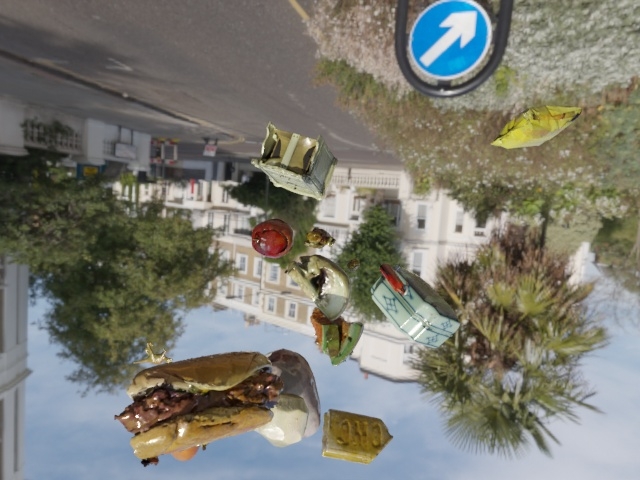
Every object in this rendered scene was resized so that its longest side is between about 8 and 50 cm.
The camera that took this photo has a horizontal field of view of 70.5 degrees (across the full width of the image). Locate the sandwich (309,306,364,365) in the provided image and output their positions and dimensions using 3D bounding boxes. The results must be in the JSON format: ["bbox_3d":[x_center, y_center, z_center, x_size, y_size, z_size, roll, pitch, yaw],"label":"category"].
[{"bbox_3d":[0.054,0.448,2.282,0.301,0.250,0.162,41,-176,31],"label":"sandwich"}]

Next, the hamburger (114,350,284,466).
[{"bbox_3d":[-0.190,0.283,0.812,0.245,0.155,0.282,-18,158,-5],"label":"hamburger"}]

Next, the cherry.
[{"bbox_3d":[-0.159,0.584,1.691,0.326,0.335,0.291,-2,160,-45],"label":"cherry"}]

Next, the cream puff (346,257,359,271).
[{"bbox_3d":[0.182,0.138,2.483,0.058,0.083,0.083,12,-152,-23],"label":"cream puff"}]

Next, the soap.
[{"bbox_3d":[0.138,0.730,1.679,0.257,0.080,0.160,14,-132,-11],"label":"soap"}]

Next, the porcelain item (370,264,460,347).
[{"bbox_3d":[0.346,0.236,1.644,0.281,0.157,0.286,27,-161,-45],"label":"porcelain item"}]

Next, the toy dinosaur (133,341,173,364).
[{"bbox_3d":[-0.666,0.480,1.808,0.126,0.162,0.039,44,-163,12],"label":"toy dinosaur"}]

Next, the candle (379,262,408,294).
[{"bbox_3d":[0.244,0.127,1.474,0.048,0.053,0.162,-35,-143,2],"label":"candle"}]

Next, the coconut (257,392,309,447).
[{"bbox_3d":[-0.124,0.569,1.435,0.161,0.162,0.161,12,166,3],"label":"coconut"}]

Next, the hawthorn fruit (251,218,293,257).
[{"bbox_3d":[-0.177,-0.008,1.591,0.148,0.148,0.172,8,180,36],"label":"hawthorn fruit"}]

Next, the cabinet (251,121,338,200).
[{"bbox_3d":[-0.115,-0.369,2.139,0.289,0.228,0.318,20,175,17],"label":"cabinet"}]

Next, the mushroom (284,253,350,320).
[{"bbox_3d":[0.012,0.146,1.880,0.292,0.212,0.217,38,-156,-10],"label":"mushroom"}]

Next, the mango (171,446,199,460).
[{"bbox_3d":[-0.487,0.699,1.585,0.141,0.217,0.102,18,-142,0],"label":"mango"}]

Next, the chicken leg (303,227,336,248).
[{"bbox_3d":[0.000,0.000,1.472,0.093,0.070,0.178,-20,-167,-19],"label":"chicken leg"}]

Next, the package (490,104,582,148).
[{"bbox_3d":[0.620,-0.329,1.310,0.226,0.090,0.168,-11,163,-25],"label":"package"}]
